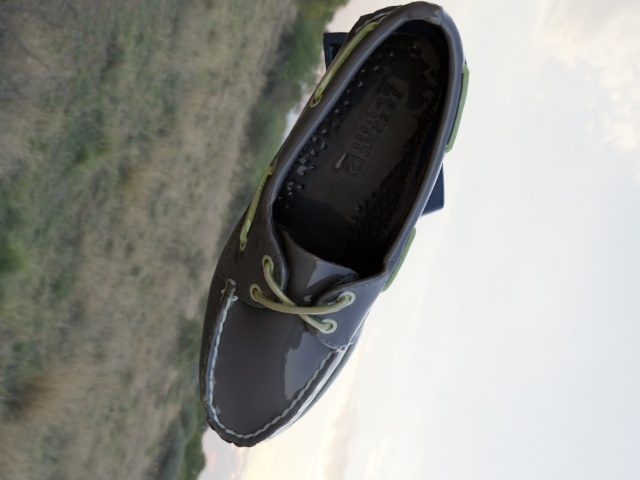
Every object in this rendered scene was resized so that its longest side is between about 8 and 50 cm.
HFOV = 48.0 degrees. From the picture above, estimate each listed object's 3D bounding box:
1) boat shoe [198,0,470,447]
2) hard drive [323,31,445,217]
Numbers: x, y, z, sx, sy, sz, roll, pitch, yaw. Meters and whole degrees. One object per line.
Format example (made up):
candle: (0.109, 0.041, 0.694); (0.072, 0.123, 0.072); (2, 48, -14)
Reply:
boat shoe: (0.000, 0.000, 0.469); (0.324, 0.117, 0.097); (-63, 180, 8)
hard drive: (0.090, -0.143, 0.920); (0.054, 0.172, 0.254); (-4, -81, 42)
